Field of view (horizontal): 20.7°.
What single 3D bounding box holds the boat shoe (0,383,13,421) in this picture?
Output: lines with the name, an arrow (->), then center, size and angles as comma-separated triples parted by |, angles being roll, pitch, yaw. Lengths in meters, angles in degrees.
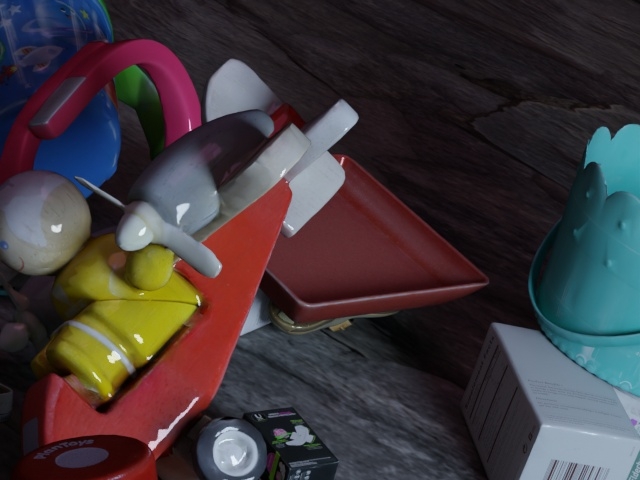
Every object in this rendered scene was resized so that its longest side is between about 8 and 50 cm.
boat shoe -> -0.307, 0.119, 1.516 | 0.100, 0.035, 0.035 | 28, 27, 20

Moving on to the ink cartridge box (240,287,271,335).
ink cartridge box -> -0.082, 0.036, 1.794 | 0.104, 0.060, 0.180 | 31, 29, 25

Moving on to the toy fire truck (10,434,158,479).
toy fire truck -> -0.251, 0.245, 1.191 | 0.254, 0.169, 0.302 | 1, 17, 26

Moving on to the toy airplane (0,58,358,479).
toy airplane -> -0.137, 0.004, 1.445 | 0.272, 0.386, 0.384 | 27, 21, -15

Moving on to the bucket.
bucket -> 0.346, 0.027, 1.702 | 0.281, 0.183, 0.281 | 16, 23, -7

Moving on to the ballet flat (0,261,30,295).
ballet flat -> -0.450, -0.066, 1.695 | 0.409, 0.147, 0.147 | 18, 25, 1

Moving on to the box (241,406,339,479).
box -> -0.032, 0.192, 1.507 | 0.052, 0.062, 0.083 | -3, 32, -33

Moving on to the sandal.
sandal -> 0.010, 0.068, 1.799 | 0.180, 0.049, 0.072 | -15, 56, -44

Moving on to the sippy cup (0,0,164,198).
sippy cup -> -0.315, -0.154, 1.873 | 0.305, 0.240, 0.224 | -16, 44, -8

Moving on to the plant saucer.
plant saucer -> 0.000, 0.000, 1.795 | 0.258, 0.048, 0.259 | -6, 36, -41

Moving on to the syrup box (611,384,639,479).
syrup box -> 0.350, 0.162, 1.767 | 0.096, 0.093, 0.237 | 25, 27, 17

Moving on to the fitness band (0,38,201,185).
fitness band -> -0.213, -0.075, 1.748 | 0.054, 0.209, 0.291 | 1, 37, 32

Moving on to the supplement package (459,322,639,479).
supplement package -> 0.212, 0.172, 1.647 | 0.105, 0.105, 0.179 | 11, 26, -15
